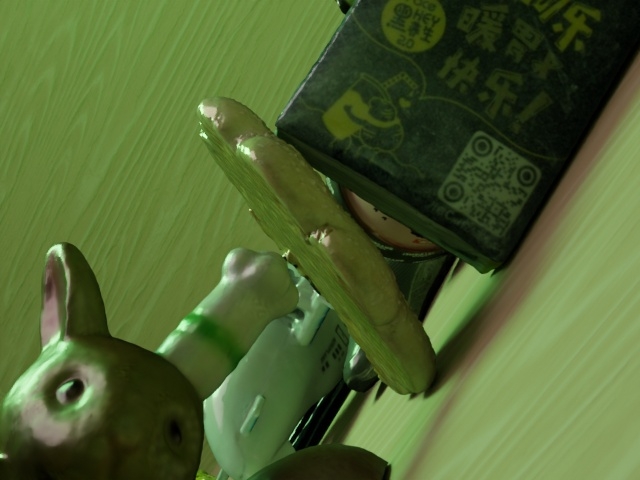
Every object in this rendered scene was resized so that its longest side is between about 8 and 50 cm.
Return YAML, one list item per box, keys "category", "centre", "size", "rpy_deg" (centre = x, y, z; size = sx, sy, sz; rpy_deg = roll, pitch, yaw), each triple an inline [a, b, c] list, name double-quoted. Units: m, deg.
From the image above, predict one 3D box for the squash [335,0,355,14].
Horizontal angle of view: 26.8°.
- category: "squash"
  centre: [0.179, -0.334, 1.185]
  size: [0.309, 0.310, 0.310]
  rpy_deg: [-51, 4, 38]

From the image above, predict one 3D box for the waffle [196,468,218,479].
- category: "waffle"
  centre: [-0.171, 0.377, 1.515]
  size: [0.312, 0.060, 0.307]
  rpy_deg: [-88, 19, -62]

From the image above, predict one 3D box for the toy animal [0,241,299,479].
- category: "toy animal"
  centre: [-0.146, 0.146, 0.808]
  size: [0.363, 0.181, 0.180]
  rpy_deg: [-63, 14, -4]

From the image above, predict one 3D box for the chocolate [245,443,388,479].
- category: "chocolate"
  centre: [-0.060, 0.237, 0.860]
  size: [0.254, 0.080, 0.157]
  rpy_deg: [-58, 1, 23]

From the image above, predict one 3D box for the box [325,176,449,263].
- category: "box"
  centre: [0.097, -0.067, 1.152]
  size: [0.151, 0.151, 0.135]
  rpy_deg: [-58, 10, -23]

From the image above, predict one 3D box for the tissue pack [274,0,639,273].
- category: "tissue pack"
  centre: [0.110, -0.132, 0.948]
  size: [0.257, 0.185, 0.081]
  rpy_deg: [-58, 0, -10]

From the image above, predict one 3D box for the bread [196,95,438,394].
- category: "bread"
  centre: [0.000, 0.000, 0.926]
  size: [0.039, 0.251, 0.182]
  rpy_deg: [-37, -8, -10]

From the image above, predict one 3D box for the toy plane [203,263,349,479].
- category: "toy plane"
  centre: [-0.038, 0.124, 1.283]
  size: [0.267, 0.123, 0.266]
  rpy_deg: [-156, 90, -86]

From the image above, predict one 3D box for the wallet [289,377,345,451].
- category: "wallet"
  centre: [0.002, 0.160, 1.503]
  size: [0.379, 0.046, 0.191]
  rpy_deg: [-57, 2, -11]

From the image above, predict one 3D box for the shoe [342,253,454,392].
- category: "shoe"
  centre: [0.054, 0.053, 1.212]
  size: [0.194, 0.077, 0.074]
  rpy_deg: [-57, 1, -37]
